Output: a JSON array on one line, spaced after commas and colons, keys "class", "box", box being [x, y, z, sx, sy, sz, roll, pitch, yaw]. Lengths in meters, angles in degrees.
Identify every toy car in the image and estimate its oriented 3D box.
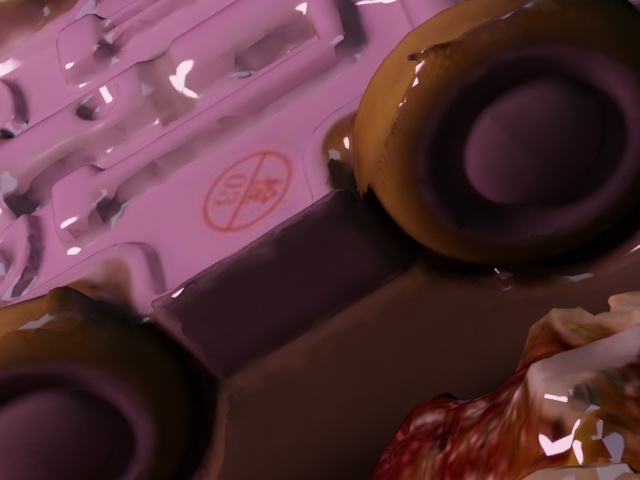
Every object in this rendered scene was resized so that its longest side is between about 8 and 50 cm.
[{"class": "toy car", "box": [0.000, 0.000, 0.600, 0.336, 0.226, 0.242, -33, 37, 10]}]

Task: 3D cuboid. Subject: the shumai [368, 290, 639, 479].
[{"class": "shumai", "box": [0.128, 0.095, 0.403, 0.189, 0.218, 0.256, -37, 20, 33]}]
